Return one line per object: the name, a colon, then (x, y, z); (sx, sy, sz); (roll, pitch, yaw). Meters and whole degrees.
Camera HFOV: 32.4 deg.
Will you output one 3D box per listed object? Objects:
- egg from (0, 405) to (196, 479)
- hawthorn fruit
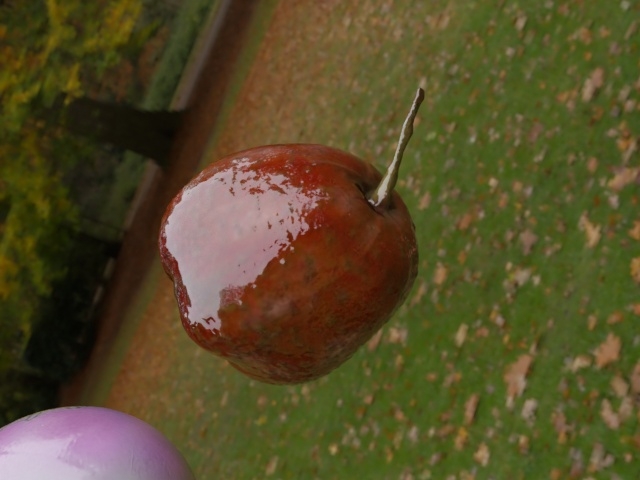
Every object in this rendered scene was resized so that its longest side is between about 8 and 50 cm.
egg: (-0.176, 0.216, 0.771); (0.271, 0.196, 0.196); (-26, 40, 47)
hawthorn fruit: (0.000, 0.000, 0.717); (0.204, 0.162, 0.162); (-25, 32, 25)
